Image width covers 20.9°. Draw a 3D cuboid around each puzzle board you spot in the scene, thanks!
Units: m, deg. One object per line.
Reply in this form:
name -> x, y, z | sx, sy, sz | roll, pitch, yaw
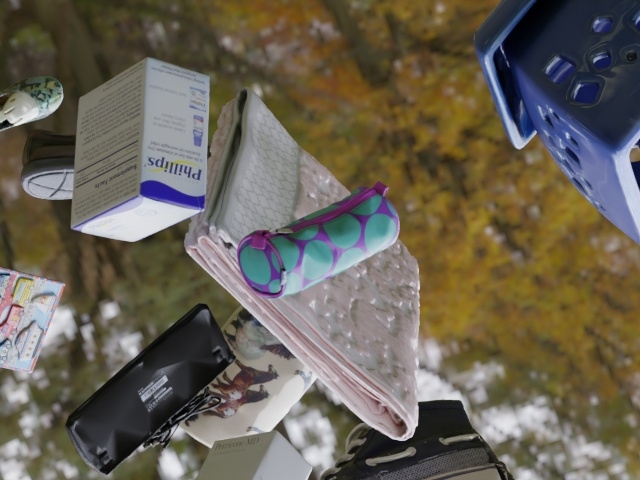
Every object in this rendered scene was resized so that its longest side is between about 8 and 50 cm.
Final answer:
puzzle board -> -0.379, 0.098, 2.137 | 0.096, 0.128, 0.011 | 16, -163, -25

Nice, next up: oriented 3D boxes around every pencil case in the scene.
pencil case -> -0.069, 0.136, 2.536 | 0.410, 0.183, 0.160 | -51, -175, 8
pencil case -> 0.000, 0.000, 1.603 | 0.151, 0.070, 0.064 | -25, -139, -35

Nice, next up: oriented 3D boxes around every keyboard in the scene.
keyboard -> -0.163, 0.149, 1.654 | 0.192, 0.100, 0.038 | -40, -151, -31

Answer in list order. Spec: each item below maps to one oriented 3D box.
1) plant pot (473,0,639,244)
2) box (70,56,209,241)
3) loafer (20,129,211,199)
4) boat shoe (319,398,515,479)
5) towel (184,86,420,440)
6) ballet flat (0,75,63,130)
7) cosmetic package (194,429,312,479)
plant pot -> 0.289, -0.169, 1.663 | 0.212, 0.236, 0.236 | 36, -99, 27
box -> -0.167, -0.081, 1.609 | 0.072, 0.137, 0.126 | 14, 158, -34
loafer -> -0.268, -0.121, 2.436 | 0.302, 0.109, 0.095 | -2, -120, -6
boat shoe -> 0.047, 0.288, 2.025 | 0.340, 0.127, 0.158 | -9, -136, -16
towel -> -0.003, 0.017, 1.849 | 0.053, 0.317, 0.332 | -36, -158, 23
ballet flat -> -0.451, -0.187, 2.526 | 0.188, 0.070, 0.070 | -16, -163, 40
cosmetic package -> -0.113, 0.348, 2.116 | 0.117, 0.085, 0.231 | -16, -143, 41
